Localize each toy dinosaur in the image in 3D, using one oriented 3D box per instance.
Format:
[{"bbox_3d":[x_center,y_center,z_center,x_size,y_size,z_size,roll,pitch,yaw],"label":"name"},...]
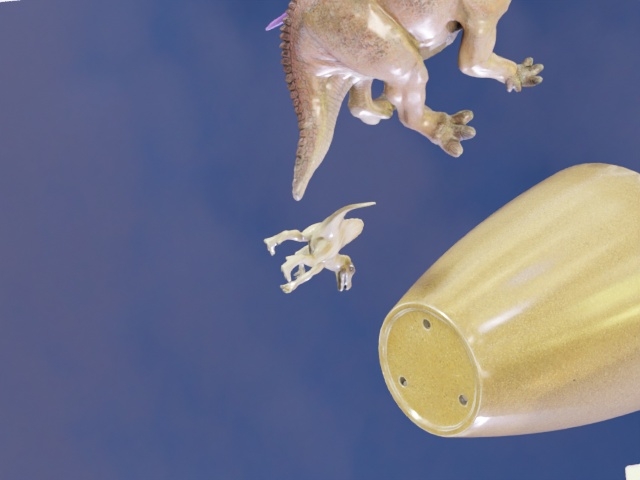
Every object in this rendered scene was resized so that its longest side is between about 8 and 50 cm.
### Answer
[{"bbox_3d":[0.051,-0.173,0.848,0.295,0.200,0.127,-41,-141,11],"label":"toy dinosaur"},{"bbox_3d":[0.000,0.000,1.154,0.053,0.092,0.183,61,-13,21],"label":"toy dinosaur"}]

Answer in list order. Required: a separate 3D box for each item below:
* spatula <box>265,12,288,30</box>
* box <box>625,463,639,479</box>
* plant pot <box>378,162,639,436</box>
[{"bbox_3d":[0.072,-0.225,1.024,0.084,0.296,0.030,-18,-84,53],"label":"spatula"},{"bbox_3d":[0.332,0.269,0.833,0.213,0.117,0.243,-11,-119,20],"label":"box"},{"bbox_3d":[0.182,0.076,1.107,0.237,0.254,0.237,24,-57,43],"label":"plant pot"}]
